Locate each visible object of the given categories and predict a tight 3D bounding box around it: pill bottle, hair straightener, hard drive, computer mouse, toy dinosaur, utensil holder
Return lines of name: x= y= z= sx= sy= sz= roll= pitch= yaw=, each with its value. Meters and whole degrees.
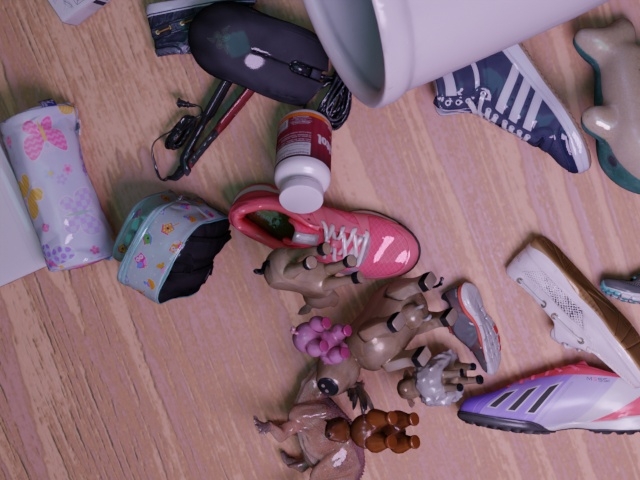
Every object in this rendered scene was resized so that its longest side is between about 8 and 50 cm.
pill bottle: x=-0.026 y=-0.118 z=1.180 sx=0.086 sy=0.152 sz=0.086 roll=1 pitch=143 yaw=1
hair straightener: x=-0.200 y=-0.191 z=1.264 sx=0.089 sy=0.047 sz=0.230 roll=40 pitch=106 yaw=0
hard drive: x=-0.645 y=-0.006 z=1.343 sx=0.353 sy=0.047 sz=0.233 roll=-23 pitch=95 yaw=10
computer mouse: x=-0.064 y=-0.282 z=1.177 sx=0.272 sy=0.072 sz=0.188 roll=13 pitch=104 yaw=-12
toy dinosaur: x=0.019 y=0.316 z=1.279 sx=0.200 sy=0.127 sz=0.295 roll=-20 pitch=102 yaw=3
utensil holder: x=0.181 y=-0.394 z=0.997 sx=0.386 sy=0.327 sz=0.327 roll=-25 pitch=96 yaw=-7

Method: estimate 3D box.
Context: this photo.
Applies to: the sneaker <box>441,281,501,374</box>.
sneaker: x=0.241 y=0.143 z=1.262 sx=0.065 sy=0.061 sz=0.157 roll=-17 pitch=97 yaw=37

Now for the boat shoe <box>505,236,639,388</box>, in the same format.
boat shoe: x=0.397 y=0.124 z=1.206 sx=0.096 sy=0.098 sz=0.277 roll=-46 pitch=72 yaw=27

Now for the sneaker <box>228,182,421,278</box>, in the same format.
sneaker: x=-0.001 y=0.000 z=1.218 sx=0.314 sy=0.136 sz=0.115 roll=15 pitch=102 yaw=4

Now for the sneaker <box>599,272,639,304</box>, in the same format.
sneaker: x=0.518 y=0.063 z=1.211 sx=0.167 sy=0.065 sz=0.076 roll=6 pitch=83 yaw=3

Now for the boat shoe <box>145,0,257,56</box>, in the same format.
boat shoe: x=-0.180 y=-0.339 z=1.226 sx=0.184 sy=0.065 sz=0.083 roll=-6 pitch=101 yaw=14

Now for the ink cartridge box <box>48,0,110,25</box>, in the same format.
ink cartridge box: x=-0.309 y=-0.497 z=1.213 sx=0.333 sy=0.065 sz=0.165 roll=-31 pitch=94 yaw=12

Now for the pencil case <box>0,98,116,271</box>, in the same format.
pencil case: x=-0.421 y=-0.086 z=1.269 sx=0.114 sy=0.124 sz=0.273 roll=-10 pitch=98 yaw=41

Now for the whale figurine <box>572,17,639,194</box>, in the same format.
whale figurine: x=0.457 y=-0.189 z=1.144 sx=0.216 sy=0.141 sz=0.272 roll=-20 pitch=74 yaw=-19

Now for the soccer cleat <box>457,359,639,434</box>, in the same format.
soccer cleat: x=0.376 y=0.247 z=1.239 sx=0.319 sy=0.108 sz=0.116 roll=-2 pitch=80 yaw=8

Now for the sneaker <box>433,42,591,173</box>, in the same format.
sneaker: x=0.270 y=-0.191 z=1.171 sx=0.153 sy=0.099 sz=0.282 roll=-34 pitch=87 yaw=6

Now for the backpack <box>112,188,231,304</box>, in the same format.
backpack: x=-0.237 y=0.010 z=1.222 sx=0.144 sy=0.188 sz=0.165 roll=31 pitch=102 yaw=1

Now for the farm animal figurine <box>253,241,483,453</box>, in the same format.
farm animal figurine: x=0.057 y=0.140 z=1.161 sx=0.172 sy=0.327 sz=0.330 roll=-18 pitch=93 yaw=47
